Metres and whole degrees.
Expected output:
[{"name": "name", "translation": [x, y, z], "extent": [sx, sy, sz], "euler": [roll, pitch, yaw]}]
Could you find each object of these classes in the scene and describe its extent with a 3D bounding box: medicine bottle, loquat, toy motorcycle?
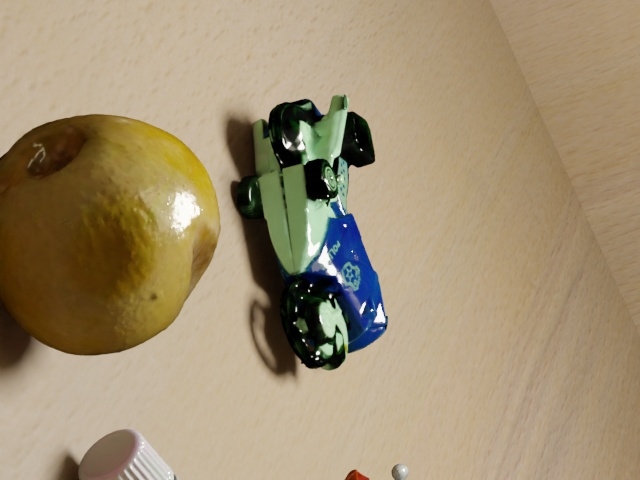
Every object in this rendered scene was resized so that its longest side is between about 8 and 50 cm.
[{"name": "medicine bottle", "translation": [-0.132, 0.253, 1.734], "extent": [0.203, 0.083, 0.083], "euler": [55, 26, -30]}, {"name": "loquat", "translation": [-0.182, -0.004, 1.683], "extent": [0.213, 0.213, 0.213], "euler": [50, 29, -41]}, {"name": "toy motorcycle", "translation": [0.000, 0.000, 2.231], "extent": [0.196, 0.125, 0.331], "euler": [38, 41, -56]}]

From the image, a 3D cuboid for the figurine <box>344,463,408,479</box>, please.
[{"name": "figurine", "translation": [0.084, 0.344, 2.113], "extent": [0.226, 0.160, 0.183], "euler": [62, 21, 4]}]
